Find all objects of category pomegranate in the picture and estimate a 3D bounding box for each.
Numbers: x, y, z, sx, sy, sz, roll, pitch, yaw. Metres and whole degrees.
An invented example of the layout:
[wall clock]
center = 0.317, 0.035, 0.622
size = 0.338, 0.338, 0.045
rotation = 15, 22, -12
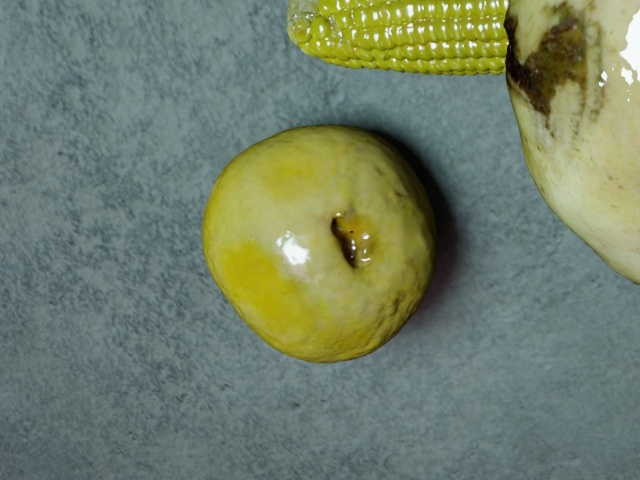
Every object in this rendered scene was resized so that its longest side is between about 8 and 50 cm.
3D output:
[pomegranate]
center = 0.258, -0.112, 0.738
size = 0.322, 0.322, 0.322
rotation = 15, 125, 22

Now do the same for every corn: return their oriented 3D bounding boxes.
[corn]
center = 0.123, -0.183, 0.955
size = 0.321, 0.119, 0.119
rotation = 2, 120, 32

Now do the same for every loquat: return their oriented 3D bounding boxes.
[loquat]
center = 0.000, 0.000, 1.084
size = 0.208, 0.208, 0.208
rotation = 15, 125, 22
